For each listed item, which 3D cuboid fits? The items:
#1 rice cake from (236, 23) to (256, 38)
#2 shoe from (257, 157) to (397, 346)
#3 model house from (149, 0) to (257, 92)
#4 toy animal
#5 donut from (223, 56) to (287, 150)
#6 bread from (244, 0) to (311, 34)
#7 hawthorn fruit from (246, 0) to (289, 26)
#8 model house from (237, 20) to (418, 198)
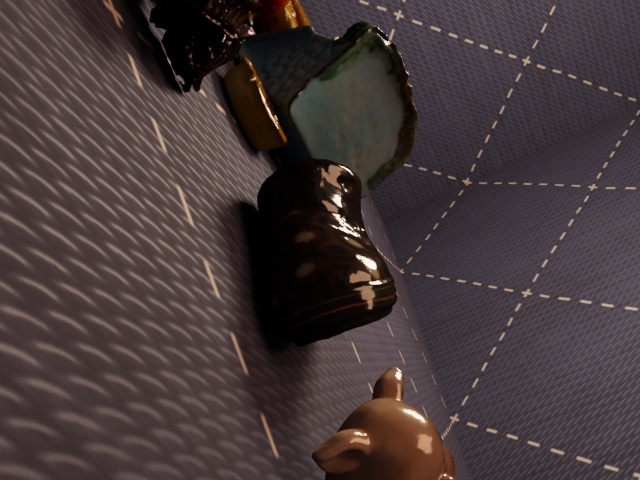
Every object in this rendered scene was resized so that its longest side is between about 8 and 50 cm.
[{"bbox_3d":[-0.135,-0.419,1.773,0.055,0.049,0.270,-105,168,-45],"label":"rice cake"},{"bbox_3d":[0.000,0.000,1.036,0.384,0.171,0.237,-55,127,-82],"label":"shoe"},{"bbox_3d":[-0.160,-0.306,0.958,0.203,0.141,0.164,142,-33,-65],"label":"model house"},{"bbox_3d":[0.081,0.291,0.814,0.166,0.154,0.250,-57,140,-68],"label":"toy animal"},{"bbox_3d":[-0.124,-0.247,1.343,0.162,0.065,0.178,16,49,-85],"label":"donut"},{"bbox_3d":[-0.137,-0.563,1.793,0.109,0.185,0.380,-26,87,-37],"label":"bread"},{"bbox_3d":[-0.160,-0.586,1.604,0.215,0.215,0.250,28,60,-76],"label":"hawthorn fruit"},{"bbox_3d":[-0.013,-0.308,1.629,0.339,0.297,0.360,30,-19,41],"label":"model house"}]
